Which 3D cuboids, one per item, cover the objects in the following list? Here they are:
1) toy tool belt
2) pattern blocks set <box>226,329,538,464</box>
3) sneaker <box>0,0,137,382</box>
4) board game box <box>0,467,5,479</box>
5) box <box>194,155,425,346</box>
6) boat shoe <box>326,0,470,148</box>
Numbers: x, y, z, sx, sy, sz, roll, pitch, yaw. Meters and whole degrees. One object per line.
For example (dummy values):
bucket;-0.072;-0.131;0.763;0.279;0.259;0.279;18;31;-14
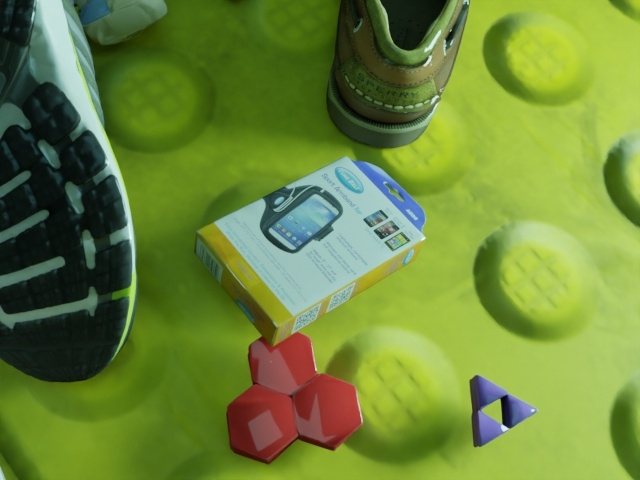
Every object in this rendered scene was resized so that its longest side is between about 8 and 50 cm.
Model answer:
toy tool belt;-0.148;-0.163;0.624;0.083;0.052;0.051;-23;60;13
pattern blocks set;0.047;0.223;0.484;0.285;0.026;0.325;15;64;-1
sneaker;-0.166;-0.066;0.541;0.111;0.121;0.300;-12;88;3
board game box;-0.416;0.062;0.467;0.390;0.050;0.390;-24;68;-18
box;0.000;0.000;0.566;0.136;0.028;0.081;-27;64;-31
boat shoe;0.073;-0.218;0.646;0.110;0.104;0.307;7;65;-4
